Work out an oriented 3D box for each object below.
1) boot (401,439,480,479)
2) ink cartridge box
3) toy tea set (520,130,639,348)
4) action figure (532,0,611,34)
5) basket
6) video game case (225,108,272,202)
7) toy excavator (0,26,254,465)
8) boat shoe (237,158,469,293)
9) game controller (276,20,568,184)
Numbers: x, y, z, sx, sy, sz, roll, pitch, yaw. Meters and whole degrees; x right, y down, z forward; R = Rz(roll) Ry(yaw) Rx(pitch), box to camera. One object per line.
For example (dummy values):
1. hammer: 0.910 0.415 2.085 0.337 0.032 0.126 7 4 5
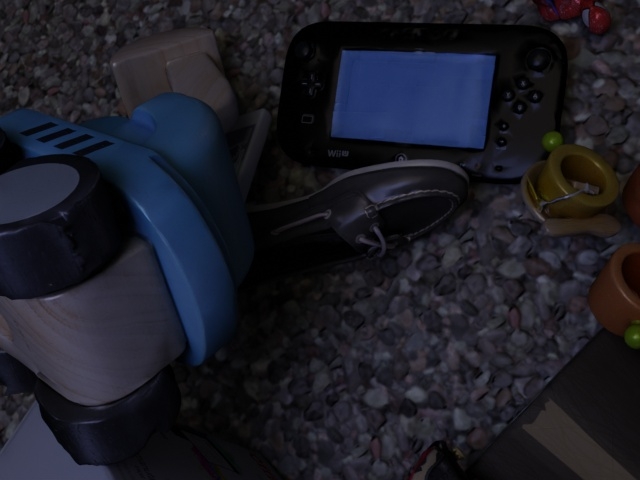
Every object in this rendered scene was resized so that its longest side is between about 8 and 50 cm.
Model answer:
1. boot: 0.175 0.273 0.590 0.284 0.377 0.138 41 54 13
2. ink cartridge box: -0.133 0.259 0.729 0.117 0.278 0.201 -56 40 0
3. toy tea set: 0.317 0.022 0.649 0.200 0.124 0.336 -7 60 -22
4. action figure: 0.216 -0.335 0.827 0.091 0.139 0.280 -34 71 14
5. basket: 0.273 0.213 0.676 0.204 0.154 0.227 -46 70 -3
6. video game case: -0.156 -0.056 0.909 0.184 0.023 0.201 -12 47 31
7. toy excavator: -0.171 -0.066 0.770 0.433 0.222 0.445 21 44 40
8. boat shoe: 0.000 0.000 0.846 0.335 0.112 0.095 -11 61 27
9. game controller: 0.102 -0.153 0.867 0.319 0.067 0.166 8 81 24
